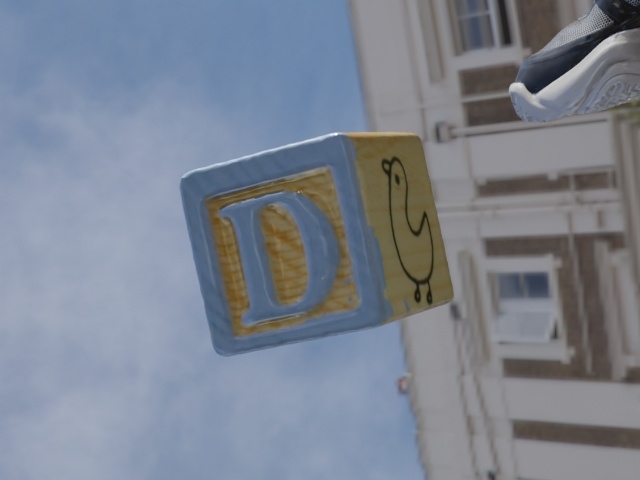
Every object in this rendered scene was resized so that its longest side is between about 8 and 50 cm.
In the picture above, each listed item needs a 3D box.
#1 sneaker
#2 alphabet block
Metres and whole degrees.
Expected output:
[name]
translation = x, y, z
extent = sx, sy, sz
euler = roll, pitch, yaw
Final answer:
[sneaker]
translation = 0.198, -0.172, 0.744
extent = 0.101, 0.268, 0.153
euler = -18, -96, -45
[alphabet block]
translation = 0.000, 0.000, 1.340
extent = 0.197, 0.193, 0.192
euler = -12, -89, -65
